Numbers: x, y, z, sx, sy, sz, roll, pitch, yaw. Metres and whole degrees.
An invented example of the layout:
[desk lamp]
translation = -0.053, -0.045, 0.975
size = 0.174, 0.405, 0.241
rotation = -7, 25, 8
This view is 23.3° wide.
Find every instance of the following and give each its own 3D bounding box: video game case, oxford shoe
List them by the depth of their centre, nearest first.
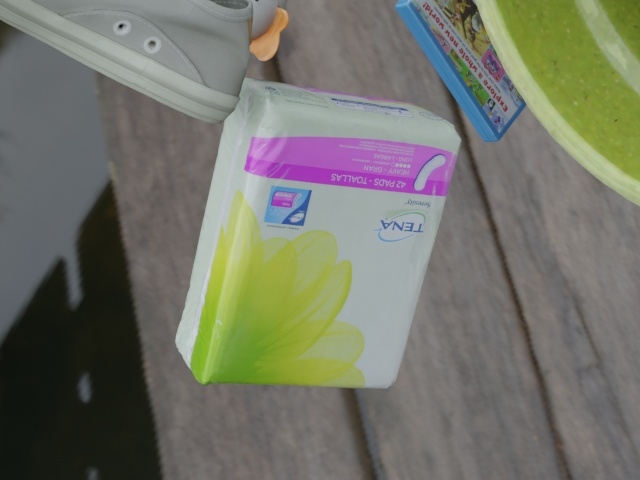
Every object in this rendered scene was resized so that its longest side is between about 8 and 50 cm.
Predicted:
[video game case]
translation = 0.128, -0.165, 1.055
size = 0.015, 0.119, 0.166
rotation = -2, 42, 51
[oxford shoe]
translation = -0.241, -0.241, 1.314
size = 0.130, 0.449, 0.169
rotation = -62, 31, 7

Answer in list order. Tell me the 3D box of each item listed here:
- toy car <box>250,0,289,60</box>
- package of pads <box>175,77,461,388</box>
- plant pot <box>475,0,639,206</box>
[toy car]
translation = -0.096, -0.351, 1.997
size = 0.210, 0.219, 0.238
rotation = -29, 88, 39
[package of pads]
translation = 0.000, 0.000, 1.534
size = 0.101, 0.229, 0.297
rotation = 39, 119, 56
[plant pot]
translation = 0.249, -0.171, 0.717
size = 0.276, 0.254, 0.276
rotation = 23, 126, 36
